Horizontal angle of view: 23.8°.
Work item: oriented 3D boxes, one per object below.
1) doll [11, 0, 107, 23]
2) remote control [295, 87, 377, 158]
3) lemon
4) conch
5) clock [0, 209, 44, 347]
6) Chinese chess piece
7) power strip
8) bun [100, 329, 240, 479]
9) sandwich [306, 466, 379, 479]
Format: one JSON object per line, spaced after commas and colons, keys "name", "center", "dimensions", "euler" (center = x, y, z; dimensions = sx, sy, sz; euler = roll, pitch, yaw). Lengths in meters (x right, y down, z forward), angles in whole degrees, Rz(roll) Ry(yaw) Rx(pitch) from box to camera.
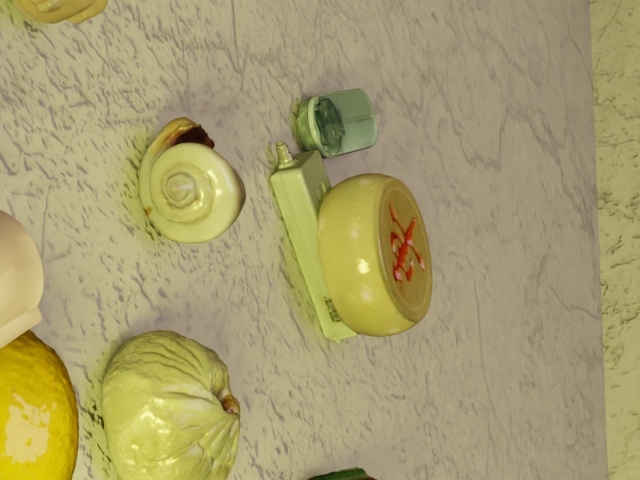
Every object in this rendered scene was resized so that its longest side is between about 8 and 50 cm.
{"name": "doll", "center": [-0.344, -0.345, 1.687], "dimensions": [0.278, 0.119, 0.154], "euler": [31, 51, -46]}
{"name": "remote control", "center": [0.028, -0.189, 2.459], "dimensions": [0.247, 0.052, 0.104], "euler": [-18, 96, -64]}
{"name": "lemon", "center": [-0.320, 0.184, 1.426], "dimensions": [0.188, 0.188, 0.257], "euler": [35, 53, -56]}
{"name": "conch", "center": [-0.167, -0.063, 1.960], "dimensions": [0.158, 0.127, 0.255], "euler": [52, 0, 9]}
{"name": "clock", "center": [-0.382, -0.016, 1.277], "dimensions": [0.080, 0.275, 0.290], "euler": [-36, 110, -58]}
{"name": "Chinese chess piece", "center": [0.088, 0.022, 2.314], "dimensions": [0.251, 0.097, 0.251], "euler": [37, 47, -56]}
{"name": "power strip", "center": [0.000, 0.000, 2.320], "dimensions": [0.098, 0.058, 0.338], "euler": [-50, 125, -58]}
{"name": "bun", "center": [-0.162, 0.209, 1.808], "dimensions": [0.220, 0.134, 0.220], "euler": [46, 37, -51]}
{"name": "sandwich", "center": [0.023, 0.377, 2.125], "dimensions": [0.235, 0.159, 0.079], "euler": [-10, 95, -45]}
